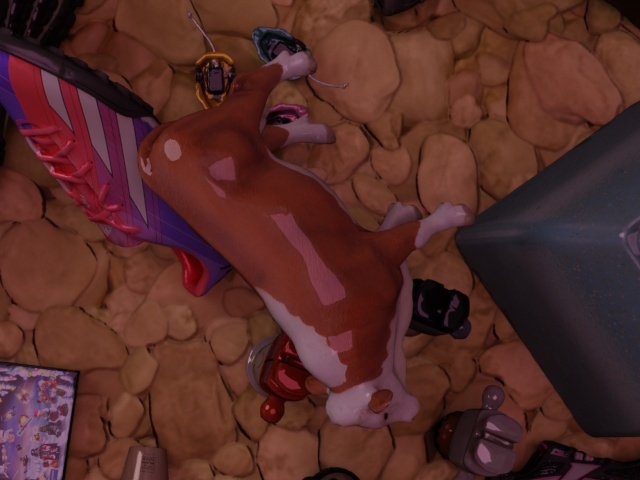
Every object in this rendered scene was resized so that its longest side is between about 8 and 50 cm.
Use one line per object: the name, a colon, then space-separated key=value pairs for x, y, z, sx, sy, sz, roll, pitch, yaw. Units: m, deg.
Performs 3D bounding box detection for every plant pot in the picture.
plant pot: x=0.309 y=0.021 z=0.976 sx=0.247 sy=0.252 sz=0.247 roll=-35 pitch=92 yaw=-7

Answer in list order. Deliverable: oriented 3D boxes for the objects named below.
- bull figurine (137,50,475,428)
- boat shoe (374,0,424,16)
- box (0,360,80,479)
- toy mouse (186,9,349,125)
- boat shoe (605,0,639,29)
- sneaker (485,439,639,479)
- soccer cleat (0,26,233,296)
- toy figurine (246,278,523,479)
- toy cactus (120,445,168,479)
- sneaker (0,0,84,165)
bull figurine: x=0.000 y=0.000 z=0.887 sx=0.310 sy=0.101 sz=0.188 roll=47 pitch=63 yaw=-1
boat shoe: x=0.037 y=-0.322 z=1.045 sx=0.068 sy=0.081 sz=0.228 roll=-30 pitch=93 yaw=-12
box: x=-0.273 y=0.180 z=1.005 sx=0.093 sy=0.027 sz=0.137 roll=7 pitch=86 yaw=-6
toy mouse: x=-0.046 y=-0.140 z=1.050 sx=0.143 sy=0.031 sz=0.161 roll=-7 pitch=88 yaw=-7
boat shoe: x=0.316 y=-0.263 z=1.066 sx=0.285 sy=0.104 sz=0.089 roll=30 pitch=86 yaw=-4
sneaker: x=0.237 y=0.222 z=1.049 sx=0.178 sy=0.072 sz=0.077 roll=-12 pitch=78 yaw=-13
soccer cleat: x=-0.175 y=-0.062 z=0.938 sx=0.318 sy=0.108 sz=0.116 roll=35 pitch=85 yaw=-38
toy figurine: x=0.055 y=0.147 z=0.997 sx=0.209 sy=0.148 sz=0.213 roll=-25 pitch=88 yaw=-14
toy cactus: x=-0.165 y=0.274 z=0.986 sx=0.218 sy=0.112 sz=0.181 roll=2 pitch=77 yaw=1
sneaker: x=-0.344 y=-0.182 z=0.969 sx=0.182 sy=0.158 sz=0.411 roll=20 pitch=79 yaw=12
